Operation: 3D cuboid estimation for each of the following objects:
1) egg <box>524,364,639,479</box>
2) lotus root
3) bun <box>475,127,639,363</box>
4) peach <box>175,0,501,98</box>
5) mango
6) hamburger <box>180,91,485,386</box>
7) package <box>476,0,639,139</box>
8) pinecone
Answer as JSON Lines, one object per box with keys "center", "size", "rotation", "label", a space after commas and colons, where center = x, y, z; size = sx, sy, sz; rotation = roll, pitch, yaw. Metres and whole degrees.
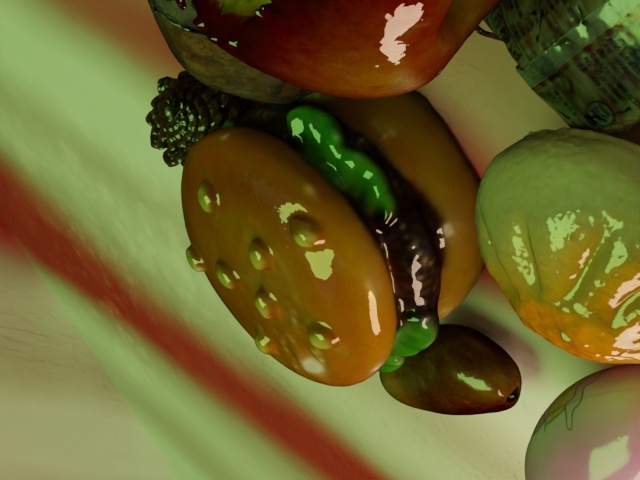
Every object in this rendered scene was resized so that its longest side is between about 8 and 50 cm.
{"center": [0.341, 0.245, 1.376], "size": [0.196, 0.196, 0.271], "rotation": [37, 147, 28], "label": "egg"}
{"center": [-0.075, -0.273, 1.384], "size": [0.272, 0.272, 0.192], "rotation": [44, 160, 17], "label": "lotus root"}
{"center": [0.277, 0.031, 1.176], "size": [0.299, 0.164, 0.299], "rotation": [29, 166, 8], "label": "bun"}
{"center": [0.027, -0.307, 1.090], "size": [0.406, 0.310, 0.335], "rotation": [44, 119, 44], "label": "peach"}
{"center": [0.175, 0.177, 1.633], "size": [0.133, 0.111, 0.267], "rotation": [45, 154, -19], "label": "mango"}
{"center": [0.000, 0.000, 1.527], "size": [0.396, 0.277, 0.395], "rotation": [37, 148, 29], "label": "hamburger"}
{"center": [0.270, -0.191, 1.091], "size": [0.223, 0.108, 0.288], "rotation": [50, 149, 2], "label": "package"}
{"center": [-0.166, -0.166, 1.727], "size": [0.174, 0.174, 0.173], "rotation": [37, 148, 28], "label": "pinecone"}
